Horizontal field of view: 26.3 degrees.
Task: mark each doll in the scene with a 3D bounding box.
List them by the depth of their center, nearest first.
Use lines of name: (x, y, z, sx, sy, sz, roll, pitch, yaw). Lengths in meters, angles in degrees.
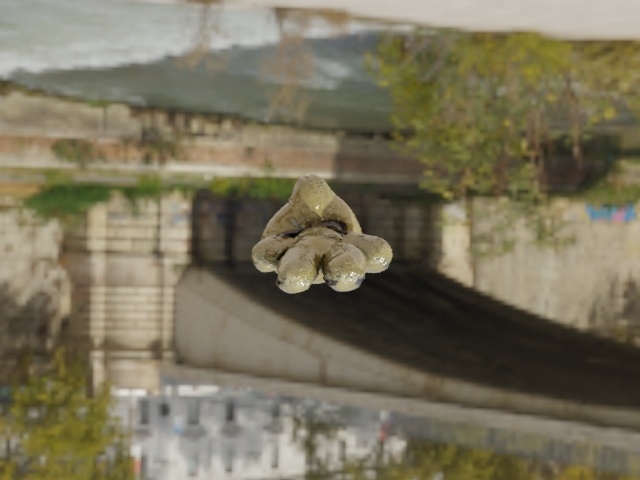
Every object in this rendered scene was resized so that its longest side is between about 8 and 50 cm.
doll: (0.000, 0.009, 0.603, 0.061, 0.051, 0.093, -1, -150, -4)
